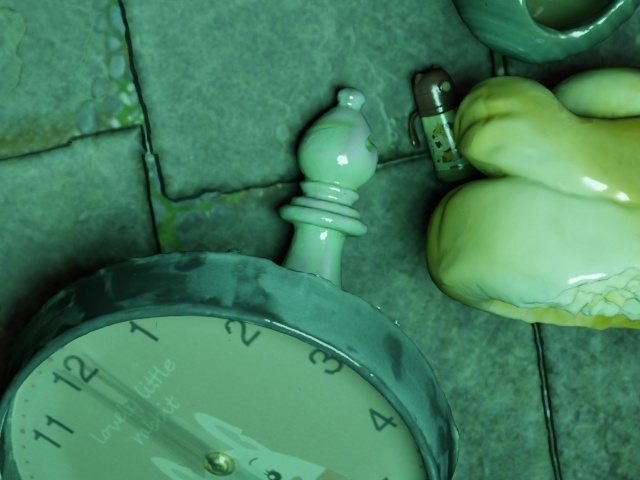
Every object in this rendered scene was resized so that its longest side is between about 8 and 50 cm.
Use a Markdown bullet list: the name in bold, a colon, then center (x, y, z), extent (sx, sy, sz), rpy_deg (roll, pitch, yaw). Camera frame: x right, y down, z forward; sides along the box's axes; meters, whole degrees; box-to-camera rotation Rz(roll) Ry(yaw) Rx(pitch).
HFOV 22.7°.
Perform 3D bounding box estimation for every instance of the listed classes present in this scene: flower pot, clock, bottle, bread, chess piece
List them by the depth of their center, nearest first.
- **clock**: center (-0.082, 0.182, 1.305), extent (0.386, 0.076, 0.386), rpy_deg (4, 125, 5)
- **bread**: center (0.306, -0.016, 1.342), extent (0.424, 0.329, 0.245), rpy_deg (6, 99, -16)
- **flower pot**: center (0.202, -0.270, 1.354), extent (0.189, 0.157, 0.243), rpy_deg (26, 94, -18)
- **chess piece**: center (0.000, 0.000, 1.378), extent (0.139, 0.139, 0.271), rpy_deg (15, 86, -18)
- **bottle**: center (0.109, -0.104, 1.418), extent (0.063, 0.047, 0.101), rpy_deg (-21, 105, 0)
